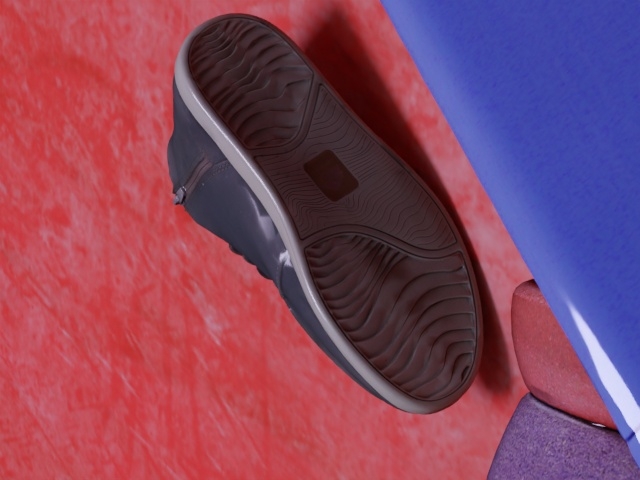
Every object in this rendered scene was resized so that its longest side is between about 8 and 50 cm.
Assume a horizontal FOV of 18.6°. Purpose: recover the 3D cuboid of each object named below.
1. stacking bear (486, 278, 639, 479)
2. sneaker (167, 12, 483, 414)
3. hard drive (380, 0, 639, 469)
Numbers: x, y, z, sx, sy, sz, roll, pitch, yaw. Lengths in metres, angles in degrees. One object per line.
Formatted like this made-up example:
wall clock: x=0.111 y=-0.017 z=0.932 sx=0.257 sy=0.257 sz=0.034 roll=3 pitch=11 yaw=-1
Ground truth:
stacking bear: x=0.112 y=0.167 z=0.608 sx=0.164 sy=0.175 sz=0.289 roll=12 pitch=94 yaw=29
sneaker: x=0.000 y=0.000 z=0.976 sx=0.222 sy=0.083 sz=0.118 roll=58 pitch=159 yaw=15
hard drive: x=0.113 y=-0.105 z=0.533 sx=0.210 sy=0.040 sz=0.318 roll=-38 pitch=56 yaw=19
